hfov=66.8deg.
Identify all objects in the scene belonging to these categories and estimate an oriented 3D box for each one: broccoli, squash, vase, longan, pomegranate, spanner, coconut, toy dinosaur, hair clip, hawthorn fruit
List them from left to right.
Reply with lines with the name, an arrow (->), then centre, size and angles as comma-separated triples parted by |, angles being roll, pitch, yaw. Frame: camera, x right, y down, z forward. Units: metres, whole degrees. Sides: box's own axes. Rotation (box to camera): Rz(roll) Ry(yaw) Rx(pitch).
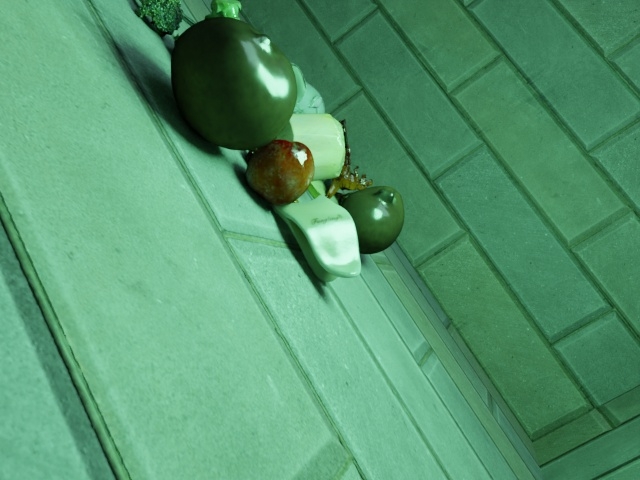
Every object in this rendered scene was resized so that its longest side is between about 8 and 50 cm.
broccoli -> -0.472, -0.663, 1.350 | 0.204, 0.122, 0.118 | 43, -5, 12
spanner -> -0.483, -0.830, 1.868 | 0.093, 0.026, 0.325 | 55, 13, 9
broccoli -> -0.280, -0.540, 1.368 | 0.270, 0.270, 0.270 | 104, -29, -43
longan -> -0.197, -0.352, 1.094 | 0.297, 0.297, 0.297 | 51, 13, -16
hawthorn fruit -> -0.097, -0.176, 1.221 | 0.173, 0.173, 0.173 | 51, 13, -16
vase -> -0.114, -0.564, 1.977 | 0.250, 0.250, 0.445 | 56, 7, 5
coconut -> -0.054, -0.306, 1.620 | 0.239, 0.245, 0.239 | 176, -90, -80
squash -> -0.014, -0.206, 1.938 | 0.219, 0.041, 0.219 | 46, 15, -16
hair clip -> 0.006, -0.014, 1.241 | 0.173, 0.113, 0.282 | -10, 69, -32
toy dinosaur -> 0.074, -0.271, 2.034 | 0.432, 0.097, 0.208 | -18, 74, -53
pomegranate -> 0.122, -0.164, 2.113 | 0.163, 0.126, 0.138 | 56, 25, 9
longan -> 0.187, -0.083, 1.811 | 0.243, 0.300, 0.300 | 33, 10, 9

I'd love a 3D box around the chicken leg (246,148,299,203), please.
chicken leg -> -0.122, -0.176, 1.353 | 0.251, 0.087, 0.107 | 62, 24, 4

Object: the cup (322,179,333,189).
cup -> 0.016, -0.264, 2.139 | 0.104, 0.074, 0.116 | 34, 5, 33

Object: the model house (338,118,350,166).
model house -> -0.010, -0.369, 1.926 | 0.196, 0.254, 0.160 | -84, 160, -64
